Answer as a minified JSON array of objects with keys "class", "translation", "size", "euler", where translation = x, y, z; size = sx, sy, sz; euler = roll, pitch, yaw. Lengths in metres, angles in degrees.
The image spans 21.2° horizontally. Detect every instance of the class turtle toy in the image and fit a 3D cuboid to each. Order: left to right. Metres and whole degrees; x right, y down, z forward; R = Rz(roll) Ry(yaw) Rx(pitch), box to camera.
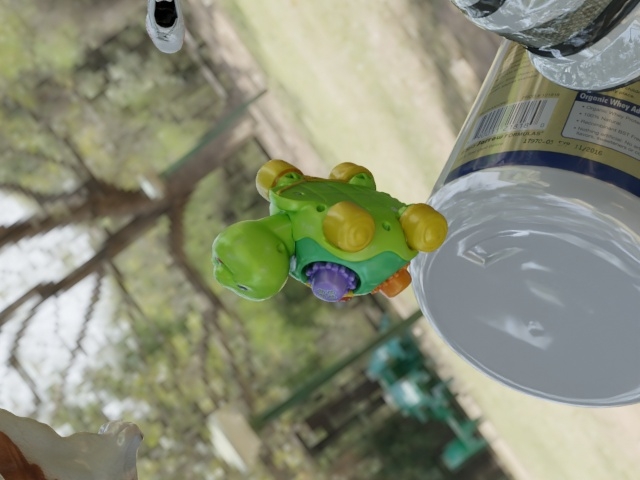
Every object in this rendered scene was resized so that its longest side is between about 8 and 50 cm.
[{"class":"turtle toy","translation":[0.000,0.000,0.931],"size":[0.130,0.066,0.095],"euler":[-1,-158,-35]}]

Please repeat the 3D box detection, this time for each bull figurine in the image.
[{"class":"bull figurine","translation":[-0.269,0.166,1.129],"size":[0.101,0.310,0.188],"euler":[39,150,66]}]

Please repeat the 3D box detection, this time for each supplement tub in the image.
[{"class":"supplement tub","translation":[0.217,-0.058,1.279],"size":[0.228,0.316,0.228],"euler":[17,142,14]}]

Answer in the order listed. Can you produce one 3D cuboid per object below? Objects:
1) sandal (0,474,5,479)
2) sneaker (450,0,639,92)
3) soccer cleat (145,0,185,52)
[{"class":"sandal","translation":[-0.368,0.176,0.942],"size":[0.102,0.416,0.169],"euler":[47,-149,-63]},{"class":"sneaker","translation":[0.188,-0.317,0.934],"size":[0.257,0.447,0.169],"euler":[25,-172,-41]},{"class":"soccer cleat","translation":[-0.111,-0.158,1.223],"size":[0.083,0.029,0.035],"euler":[95,172,-55]}]
